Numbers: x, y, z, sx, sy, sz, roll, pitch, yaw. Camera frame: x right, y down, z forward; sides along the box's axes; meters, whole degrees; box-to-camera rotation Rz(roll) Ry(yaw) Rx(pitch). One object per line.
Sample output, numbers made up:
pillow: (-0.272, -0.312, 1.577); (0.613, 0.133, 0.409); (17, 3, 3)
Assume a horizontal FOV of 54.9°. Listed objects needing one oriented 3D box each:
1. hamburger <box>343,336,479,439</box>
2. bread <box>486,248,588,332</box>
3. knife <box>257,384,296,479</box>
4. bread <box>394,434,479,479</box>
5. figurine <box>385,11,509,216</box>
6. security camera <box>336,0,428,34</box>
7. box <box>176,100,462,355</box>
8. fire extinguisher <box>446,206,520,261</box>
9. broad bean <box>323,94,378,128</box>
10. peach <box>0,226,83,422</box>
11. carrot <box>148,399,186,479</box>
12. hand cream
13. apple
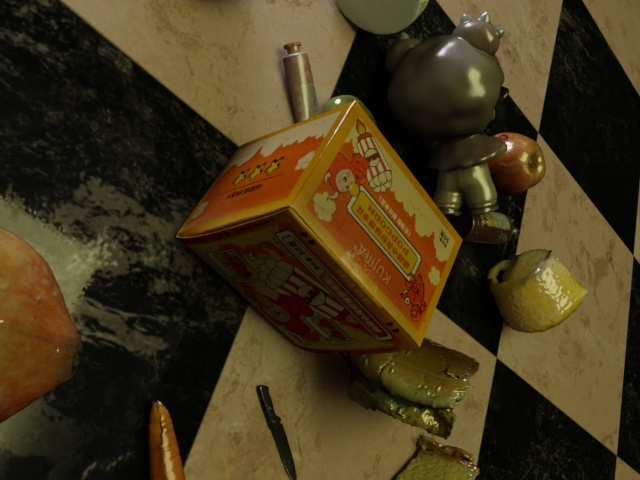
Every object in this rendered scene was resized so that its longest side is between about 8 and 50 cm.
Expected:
hamburger: (0.127, 0.210, 0.991); (0.309, 0.211, 0.132); (38, 74, -80)
bread: (0.483, 0.113, 1.380); (0.197, 0.197, 0.170); (-41, 103, -40)
knife: (-0.063, 0.296, 0.937); (0.023, 0.010, 0.170); (-23, 100, -38)
bread: (0.211, 0.456, 1.111); (0.147, 0.127, 0.152); (-32, 121, -42)
figurine: (0.254, -0.231, 1.204); (0.203, 0.248, 0.380); (-30, 112, -45)
security camera: (0.147, -0.531, 1.168); (0.194, 0.195, 0.236); (49, 55, -26)
box: (0.000, 0.000, 0.879); (0.283, 0.260, 0.213); (46, 56, -28)
fire extinguisher: (0.370, -0.017, 1.384); (0.252, 0.106, 0.075); (5, 40, -45)
broad bean: (0.068, -0.174, 1.099); (0.124, 0.082, 0.174); (-8, 87, -54)
peach: (-0.338, 0.081, 0.573); (0.233, 0.233, 0.232); (10, 75, -42)
carrot: (-0.182, 0.342, 0.784); (0.066, 0.062, 0.271); (-22, 94, -11)
hand cream: (-0.025, -0.232, 1.055); (0.067, 0.043, 0.209); (-25, 105, -49)
apple: (0.447, -0.178, 1.431); (0.146, 0.131, 0.146); (3, 86, -42)
